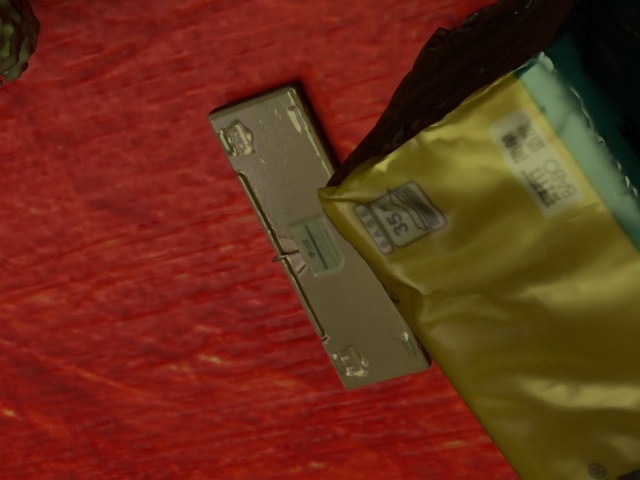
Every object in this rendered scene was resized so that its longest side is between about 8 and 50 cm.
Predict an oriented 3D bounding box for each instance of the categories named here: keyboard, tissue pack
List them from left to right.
[{"bbox_3d":[0.000,0.000,0.813,0.055,0.017,0.166,-17,110,25],"label":"keyboard"},{"bbox_3d":[0.135,0.025,0.662,0.134,0.192,0.271,-29,103,32],"label":"tissue pack"}]

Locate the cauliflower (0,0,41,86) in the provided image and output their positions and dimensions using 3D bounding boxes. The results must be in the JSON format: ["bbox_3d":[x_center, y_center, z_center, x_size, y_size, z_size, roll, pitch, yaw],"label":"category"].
[{"bbox_3d":[-0.253,-0.086,0.714,0.239,0.315,0.256,28,170,-1],"label":"cauliflower"}]
